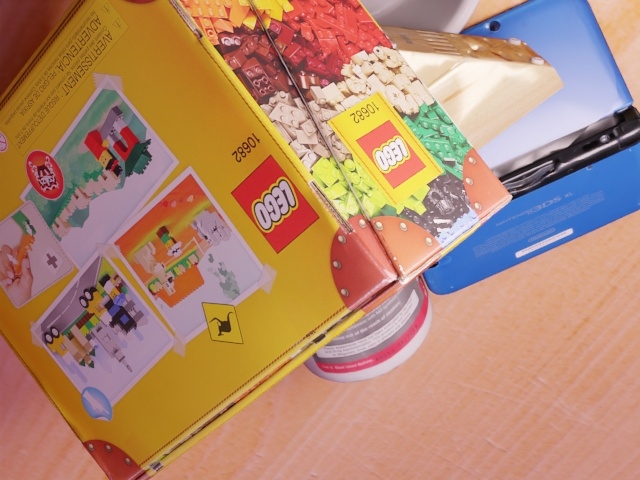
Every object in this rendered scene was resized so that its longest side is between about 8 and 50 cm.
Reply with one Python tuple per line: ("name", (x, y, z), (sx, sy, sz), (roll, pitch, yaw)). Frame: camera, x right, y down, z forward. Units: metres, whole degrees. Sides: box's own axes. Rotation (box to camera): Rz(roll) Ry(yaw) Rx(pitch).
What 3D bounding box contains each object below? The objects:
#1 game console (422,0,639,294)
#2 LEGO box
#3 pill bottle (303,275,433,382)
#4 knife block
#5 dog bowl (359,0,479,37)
("game console", (0.211, -0.107, 1.746), (0.293, 0.173, 0.250), (-24, 148, 3))
("LEGO box", (-0.127, -0.031, 1.462), (0.372, 0.193, 0.500), (53, 134, 3))
("pill bottle", (0.000, 0.000, 1.743), (0.176, 0.176, 0.318), (-22, 128, 6))
("knife block", (0.088, -0.095, 1.574), (0.276, 0.088, 0.242), (4, 115, -17))
("dog bowl", (0.016, -0.298, 1.544), (0.349, 0.102, 0.348), (-7, 132, -8))
